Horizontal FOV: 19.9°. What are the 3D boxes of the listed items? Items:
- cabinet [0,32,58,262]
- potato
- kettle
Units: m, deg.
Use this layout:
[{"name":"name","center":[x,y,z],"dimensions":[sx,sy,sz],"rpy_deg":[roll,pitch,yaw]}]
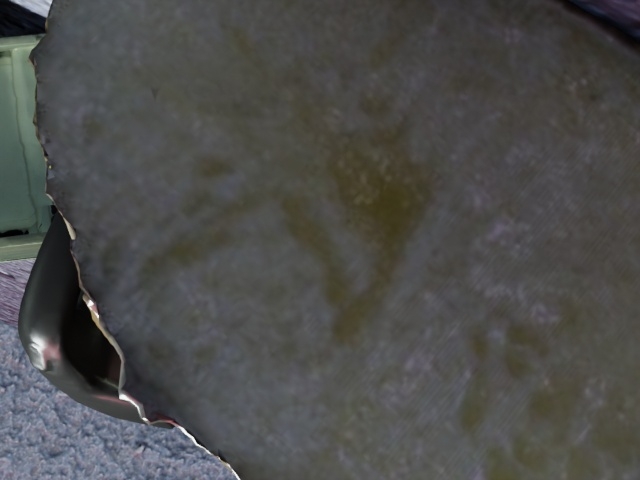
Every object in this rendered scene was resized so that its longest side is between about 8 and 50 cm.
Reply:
[{"name":"cabinet","center":[-0.256,-0.058,1.323],"dimensions":[0.150,0.145,0.206],"rpy_deg":[-7,178,-19]},{"name":"potato","center":[0.023,0.047,0.896],"dimensions":[0.397,0.289,0.296],"rpy_deg":[21,158,-10]},{"name":"kettle","center":[-0.096,-0.001,1.152],"dimensions":[0.144,0.232,0.202],"rpy_deg":[20,167,19]}]
